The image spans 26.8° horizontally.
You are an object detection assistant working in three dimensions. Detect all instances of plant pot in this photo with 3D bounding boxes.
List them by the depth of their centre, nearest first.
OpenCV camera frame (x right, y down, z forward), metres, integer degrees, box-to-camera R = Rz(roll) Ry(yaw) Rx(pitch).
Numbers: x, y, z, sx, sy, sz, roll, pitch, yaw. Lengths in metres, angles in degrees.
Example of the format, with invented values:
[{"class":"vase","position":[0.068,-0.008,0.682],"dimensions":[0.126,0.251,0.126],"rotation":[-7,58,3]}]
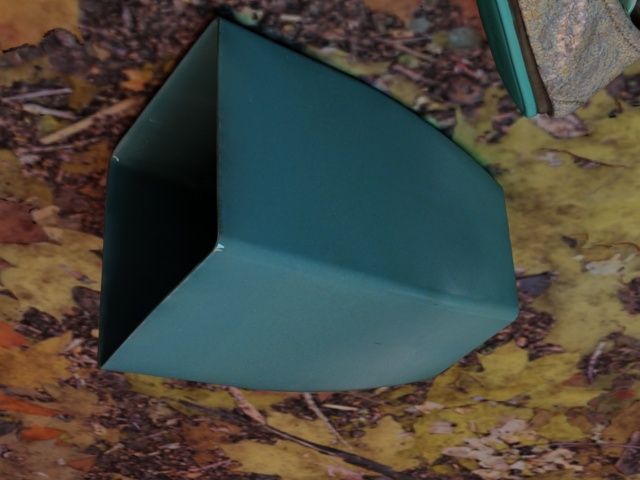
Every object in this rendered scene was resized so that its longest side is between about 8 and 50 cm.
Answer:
[{"class":"plant pot","position":[0.000,0.000,0.864],"dimensions":[0.234,0.166,0.165],"rotation":[15,143,-27]}]

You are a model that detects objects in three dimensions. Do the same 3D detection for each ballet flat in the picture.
[{"class":"ballet flat","position":[0.107,-0.187,0.656],"dimensions":[0.106,0.108,0.316],"rotation":[-25,144,6]}]
